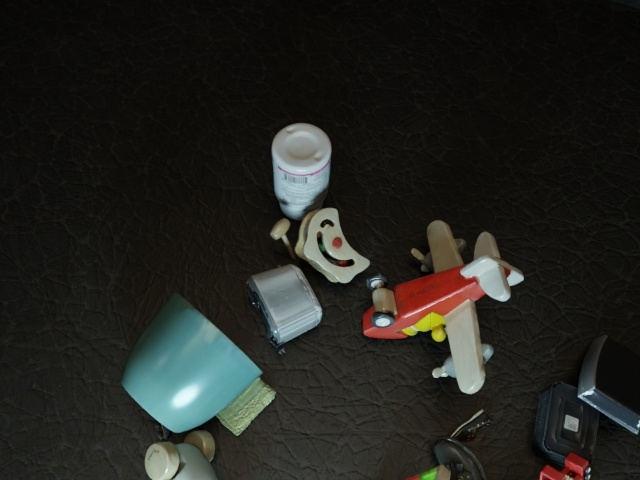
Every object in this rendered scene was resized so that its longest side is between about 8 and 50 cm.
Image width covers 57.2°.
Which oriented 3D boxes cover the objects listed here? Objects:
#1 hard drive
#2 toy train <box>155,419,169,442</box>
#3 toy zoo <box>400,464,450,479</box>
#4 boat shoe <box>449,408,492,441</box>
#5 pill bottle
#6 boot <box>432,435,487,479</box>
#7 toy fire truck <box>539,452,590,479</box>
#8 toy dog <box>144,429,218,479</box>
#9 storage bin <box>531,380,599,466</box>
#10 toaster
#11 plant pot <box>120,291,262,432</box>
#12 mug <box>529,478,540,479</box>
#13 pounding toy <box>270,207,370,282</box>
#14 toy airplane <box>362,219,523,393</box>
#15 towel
[{"bbox_3d":[0.751,0.349,1.483,0.172,0.054,0.254,33,38,14],"label":"hard drive"},{"bbox_3d":[-0.403,0.424,1.466,0.036,0.027,0.158,-11,61,-22],"label":"toy train"},{"bbox_3d":[0.151,0.610,1.263,0.030,0.293,0.192,42,39,-10],"label":"toy zoo"},{"bbox_3d":[0.370,0.473,1.459,0.133,0.049,0.042,-28,59,-21],"label":"boat shoe"},{"bbox_3d":[-0.054,-0.183,1.657,0.160,0.283,0.160,1,62,-2],"label":"pill bottle"},{"bbox_3d":[0.294,0.578,1.305,0.229,0.091,0.263,-2,48,-48],"label":"boot"},{"bbox_3d":[0.558,0.560,1.335,0.135,0.192,0.047,-32,33,-29],"label":"toy fire truck"},{"bbox_3d":[-0.282,0.584,1.304,0.220,0.161,0.334,20,20,-33],"label":"toy dog"},{"bbox_3d":[0.609,0.458,1.459,0.122,0.084,0.180,18,62,7],"label":"storage bin"},{"bbox_3d":[-0.093,0.172,1.556,0.146,0.129,0.227,-23,64,-16],"label":"toaster"},{"bbox_3d":[-0.323,0.305,1.394,0.293,0.293,0.235,38,73,16],"label":"plant pot"},{"bbox_3d":[0.498,0.639,1.344,0.150,0.113,0.169,-4,65,-3],"label":"mug"},{"bbox_3d":[0.000,0.000,1.643,0.269,0.155,0.154,38,75,-17],"label":"pounding toy"},{"bbox_3d":[0.335,0.153,1.506,0.384,0.272,0.386,24,74,45],"label":"toy airplane"},{"bbox_3d":[-0.196,0.405,1.483,0.110,0.027,0.148,39,68,18],"label":"towel"}]
